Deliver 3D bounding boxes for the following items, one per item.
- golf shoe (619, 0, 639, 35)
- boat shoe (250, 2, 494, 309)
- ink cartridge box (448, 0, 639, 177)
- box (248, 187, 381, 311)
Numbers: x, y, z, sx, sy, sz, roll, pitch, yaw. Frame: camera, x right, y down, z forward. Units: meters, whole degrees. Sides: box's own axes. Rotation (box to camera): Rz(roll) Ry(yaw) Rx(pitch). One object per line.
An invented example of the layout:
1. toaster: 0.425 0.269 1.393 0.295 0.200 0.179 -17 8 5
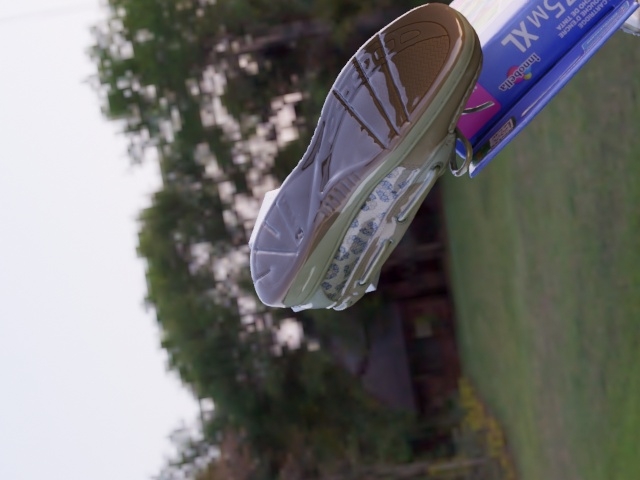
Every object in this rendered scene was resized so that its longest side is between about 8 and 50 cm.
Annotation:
1. golf shoe: 0.411 -0.353 2.063 0.086 0.067 0.186 121 150 -42
2. boat shoe: 0.046 -0.058 1.168 0.285 0.089 0.104 -53 39 34
3. ink cartridge box: 0.160 -0.175 1.261 0.065 0.186 0.311 41 -163 -14
4. box: 0.000 0.000 1.563 0.102 0.101 0.087 58 -150 -30
